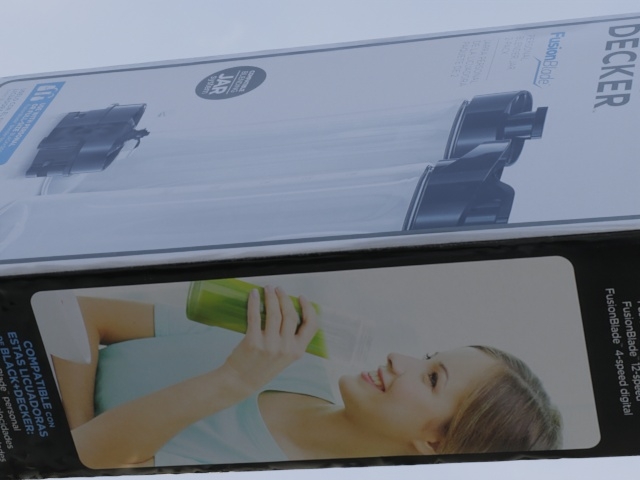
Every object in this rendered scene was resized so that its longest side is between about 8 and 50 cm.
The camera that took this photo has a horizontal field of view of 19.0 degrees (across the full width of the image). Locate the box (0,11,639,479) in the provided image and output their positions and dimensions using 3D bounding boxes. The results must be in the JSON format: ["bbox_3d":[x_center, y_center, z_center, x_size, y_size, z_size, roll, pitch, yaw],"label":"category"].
[{"bbox_3d":[0.000,0.000,0.680,0.290,0.169,0.087,-3,-61,17],"label":"box"}]
